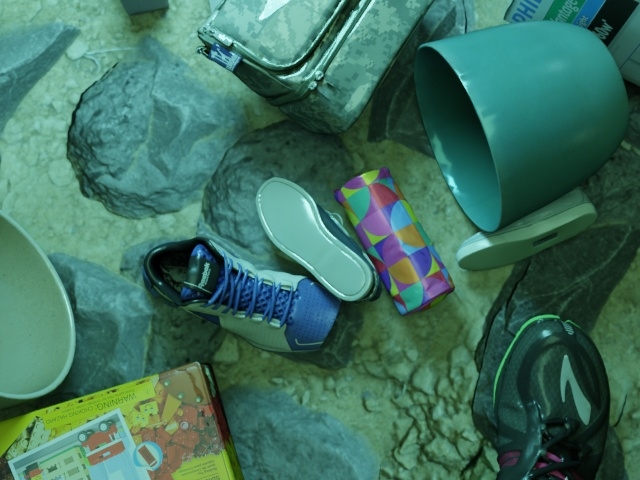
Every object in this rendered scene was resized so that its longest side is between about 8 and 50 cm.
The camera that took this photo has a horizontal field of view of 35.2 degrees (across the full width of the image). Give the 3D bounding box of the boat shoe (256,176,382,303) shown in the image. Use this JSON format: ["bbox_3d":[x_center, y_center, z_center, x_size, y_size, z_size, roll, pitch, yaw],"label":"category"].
[{"bbox_3d":[0.000,0.000,1.550,0.254,0.079,0.095,41,96,25],"label":"boat shoe"}]

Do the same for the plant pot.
[{"bbox_3d":[0.303,-0.187,1.477,0.235,0.293,0.293,-21,82,-6],"label":"plant pot"}]

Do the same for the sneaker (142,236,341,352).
[{"bbox_3d":[-0.132,0.081,1.494,0.315,0.182,0.127,18,84,3],"label":"sneaker"}]

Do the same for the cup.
[{"bbox_3d":[-0.557,0.124,1.453,0.237,0.331,0.331,-30,82,20],"label":"cup"}]

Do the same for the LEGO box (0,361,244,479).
[{"bbox_3d":[-0.348,0.423,1.444,0.500,0.193,0.372,-18,82,-2],"label":"LEGO box"}]

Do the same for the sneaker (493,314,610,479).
[{"bbox_3d":[0.326,0.347,1.440,0.185,0.202,0.483,9,83,1],"label":"sneaker"}]

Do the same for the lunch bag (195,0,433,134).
[{"bbox_3d":[-0.010,-0.336,1.504,0.256,0.212,0.305,35,86,-15],"label":"lunch bag"}]

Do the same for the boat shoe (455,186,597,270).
[{"bbox_3d":[0.309,-0.024,1.564,0.227,0.079,0.081,-21,59,0],"label":"boat shoe"}]

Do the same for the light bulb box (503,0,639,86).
[{"bbox_3d":[0.525,-0.438,1.510,0.361,0.225,0.358,27,72,4],"label":"light bulb box"}]

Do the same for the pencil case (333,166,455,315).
[{"bbox_3d":[0.112,0.000,1.547,0.104,0.104,0.236,-28,81,-3],"label":"pencil case"}]

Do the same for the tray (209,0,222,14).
[{"bbox_3d":[-0.112,-0.441,1.573,0.145,0.030,0.270,-8,124,0],"label":"tray"}]

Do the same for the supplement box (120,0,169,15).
[{"bbox_3d":[-0.306,-0.496,1.602,0.073,0.130,0.239,-13,83,-1],"label":"supplement box"}]
